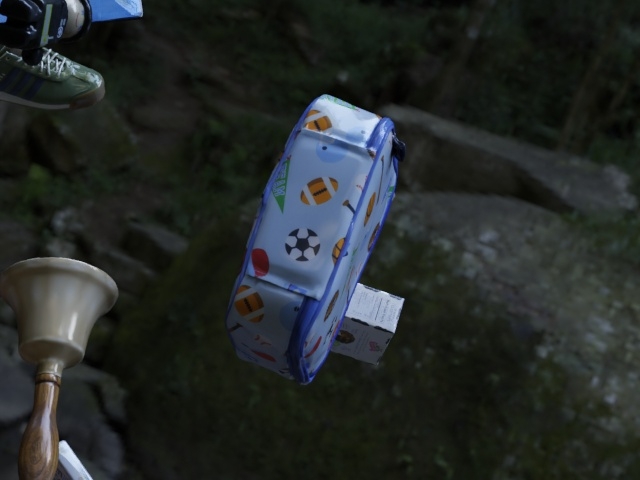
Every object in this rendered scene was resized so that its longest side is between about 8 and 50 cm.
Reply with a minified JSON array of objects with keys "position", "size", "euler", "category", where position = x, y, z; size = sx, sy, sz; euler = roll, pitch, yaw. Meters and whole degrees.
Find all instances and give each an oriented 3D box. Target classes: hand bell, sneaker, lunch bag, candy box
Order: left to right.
[{"position":[-0.360,-0.213,1.679],"size":[0.192,0.064,0.086],"euler":[7,-39,3],"category":"sneaker"},{"position":[-0.277,0.151,1.399],"size":[0.126,0.242,0.126],"euler":[0,-33,0],"category":"hand bell"},{"position":[0.000,0.000,1.533],"size":[0.115,0.303,0.243],"euler":[21,-17,11],"category":"lunch bag"},{"position":[0.028,0.128,2.363],"size":[0.196,0.070,0.165],"euler":[19,-27,-1],"category":"candy box"}]

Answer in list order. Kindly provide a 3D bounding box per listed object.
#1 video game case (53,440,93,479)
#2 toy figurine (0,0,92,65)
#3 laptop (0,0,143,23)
[{"position":[-0.287,0.375,1.708],"size":[0.206,0.026,0.227],"euler":[51,-35,14],"category":"video game case"},{"position":[-0.370,-0.254,1.442],"size":[0.209,0.213,0.148],"euler":[58,21,-3],"category":"toy figurine"},{"position":[-0.497,-0.556,2.197],"size":[0.382,0.408,0.236],"euler":[-7,22,-9],"category":"laptop"}]
